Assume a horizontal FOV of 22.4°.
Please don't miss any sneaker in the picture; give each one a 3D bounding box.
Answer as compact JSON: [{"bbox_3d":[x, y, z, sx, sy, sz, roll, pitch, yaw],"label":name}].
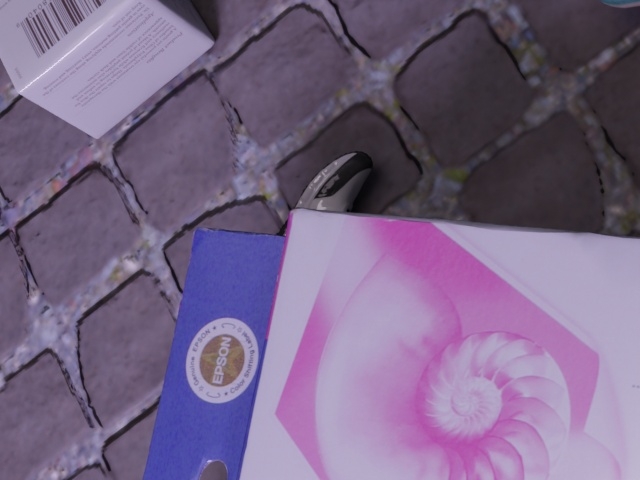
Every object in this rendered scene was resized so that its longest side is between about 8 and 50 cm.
[{"bbox_3d":[0.000,0.000,0.900,0.043,0.040,0.109,36,97,16],"label":"sneaker"}]

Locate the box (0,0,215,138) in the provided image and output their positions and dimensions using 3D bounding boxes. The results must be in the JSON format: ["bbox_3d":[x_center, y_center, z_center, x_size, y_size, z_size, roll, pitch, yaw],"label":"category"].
[{"bbox_3d":[-0.141,-0.139,0.989,0.101,0.087,0.102,-38,59,13],"label":"box"}]

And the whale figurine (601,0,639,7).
[{"bbox_3d":[0.192,-0.217,0.799,0.272,0.141,0.216,38,95,33],"label":"whale figurine"}]

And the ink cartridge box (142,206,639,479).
[{"bbox_3d":[0.032,0.151,0.701,0.330,0.071,0.324,5,77,29],"label":"ink cartridge box"}]
